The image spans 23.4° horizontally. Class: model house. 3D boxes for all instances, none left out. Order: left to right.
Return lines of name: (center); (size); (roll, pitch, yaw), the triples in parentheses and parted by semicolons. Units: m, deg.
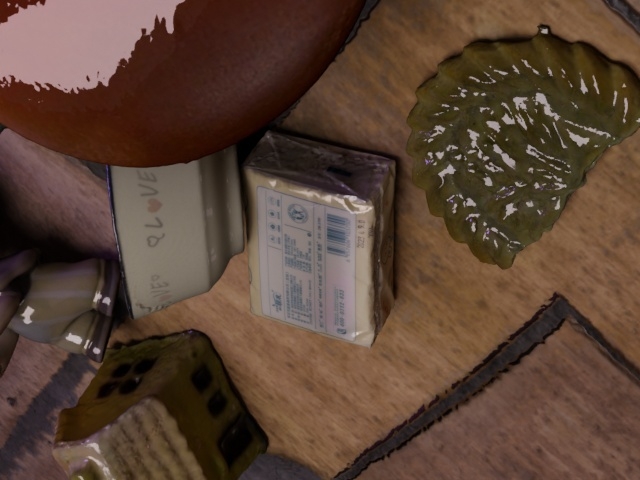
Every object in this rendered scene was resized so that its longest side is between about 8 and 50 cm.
model house: (-0.208, 0.249, 1.794); (0.174, 0.234, 0.193); (-8, 119, 35)

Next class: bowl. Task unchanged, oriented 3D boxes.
bowl: (-0.144, -0.044, 1.547); (0.126, 0.238, 0.238); (-5, 129, -5)

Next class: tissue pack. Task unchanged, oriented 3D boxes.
tissue pack: (0.000, 0.000, 1.568); (0.148, 0.092, 0.196); (15, 130, 19)

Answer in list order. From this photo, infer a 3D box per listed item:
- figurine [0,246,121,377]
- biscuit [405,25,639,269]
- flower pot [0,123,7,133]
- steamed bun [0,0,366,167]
figurine: (-0.418, 0.030, 1.786); (0.380, 0.203, 0.248); (19, 149, -1)
biscuit: (0.169, -0.092, 1.431); (0.187, 0.036, 0.273); (35, 135, 1)
flower pot: (-0.403, -0.156, 1.596); (0.235, 0.141, 0.235); (22, 162, 8)
steamed bun: (-0.110, -0.212, 1.299); (0.379, 0.235, 0.248); (-28, 114, 12)
